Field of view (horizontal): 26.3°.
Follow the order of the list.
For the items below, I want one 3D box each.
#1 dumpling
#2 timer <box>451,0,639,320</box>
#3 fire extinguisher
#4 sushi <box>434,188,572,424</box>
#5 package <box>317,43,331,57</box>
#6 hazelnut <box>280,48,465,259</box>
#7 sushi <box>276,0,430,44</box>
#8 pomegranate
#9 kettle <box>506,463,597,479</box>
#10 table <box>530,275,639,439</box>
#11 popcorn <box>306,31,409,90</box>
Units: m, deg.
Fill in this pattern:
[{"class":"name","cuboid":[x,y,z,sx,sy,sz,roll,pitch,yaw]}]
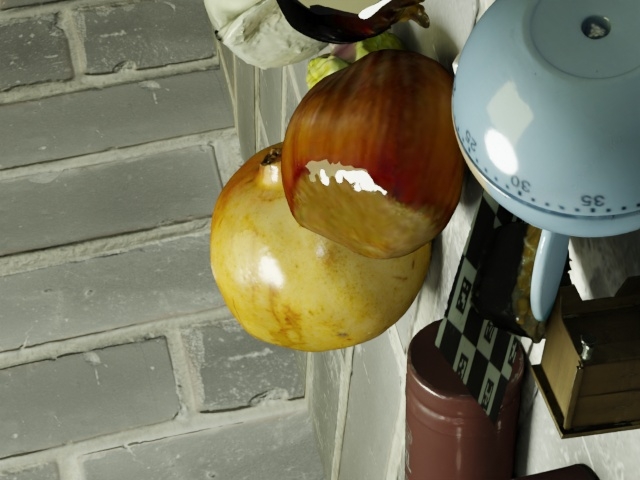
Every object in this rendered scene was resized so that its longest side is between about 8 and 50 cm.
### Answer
[{"class":"dumpling","cuboid":[-0.018,-0.284,1.523,0.175,0.227,0.243,45,-158,-40]},{"class":"timer","cuboid":[0.145,-0.067,0.824,0.255,0.175,0.175,127,132,-71]},{"class":"fire extinguisher","cuboid":[0.146,0.225,1.407,0.135,0.114,0.337,-52,-28,-41]},{"class":"sushi","cuboid":[0.156,0.024,0.987,0.215,0.051,0.192,52,-126,-62]},{"class":"package","cuboid":[0.020,-0.302,1.717,0.251,0.062,0.203,150,107,-77]},{"class":"hazelnut","cuboid":[0.065,-0.082,1.368,0.186,0.210,0.210,57,178,-17]},{"class":"sushi","cuboid":[0.039,-0.289,1.242,0.200,0.204,0.213,56,-136,-32]},{"class":"pomegranate","cuboid":[0.000,0.000,1.567,0.264,0.264,0.264,169,90,-81]},{"class":"kettle","cuboid":[0.131,0.280,1.138,0.202,0.232,0.144,111,146,-73]},{"class":"table","cuboid":[0.200,0.079,0.946,0.070,0.083,0.082,-107,15,-49]},{"class":"popcorn","cuboid":[0.045,-0.170,1.515,0.145,0.126,0.126,-132,40,-56]}]
